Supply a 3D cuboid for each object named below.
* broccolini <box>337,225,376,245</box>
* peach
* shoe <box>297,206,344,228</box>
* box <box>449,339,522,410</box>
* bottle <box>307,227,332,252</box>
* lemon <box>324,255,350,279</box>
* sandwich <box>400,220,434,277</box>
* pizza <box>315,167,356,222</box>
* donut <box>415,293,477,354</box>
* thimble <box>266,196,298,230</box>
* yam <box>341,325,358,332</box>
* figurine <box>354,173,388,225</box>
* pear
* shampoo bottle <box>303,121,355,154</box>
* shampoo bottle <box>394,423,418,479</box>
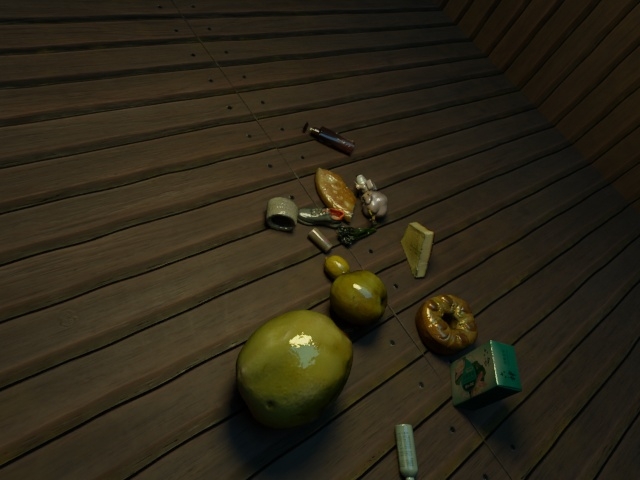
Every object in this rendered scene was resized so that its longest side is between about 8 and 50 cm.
[{"bbox_3d":[0.144,-0.027,1.770,0.058,0.073,0.201,14,15,39],"label":"broccolini"},{"bbox_3d":[-0.070,0.343,1.239,0.316,0.314,0.281,-44,62,0],"label":"peach"},{"bbox_3d":[0.001,-0.100,1.719,0.195,0.077,0.074,9,55,-20],"label":"shoe"},{"bbox_3d":[0.533,0.447,1.485,0.092,0.244,0.153,16,51,-12],"label":"box"},{"bbox_3d":[0.000,0.000,1.673,0.096,0.045,0.045,46,51,6],"label":"bottle"},{"bbox_3d":[0.058,0.096,1.609,0.082,0.082,0.110,-26,65,-36],"label":"lemon"},{"bbox_3d":[0.374,0.029,1.802,0.058,0.192,0.162,-2,23,-23],"label":"sandwich"},{"bbox_3d":[0.061,-0.188,1.824,0.134,0.056,0.271,-30,73,-35],"label":"pizza"},{"bbox_3d":[0.455,0.303,1.632,0.227,0.113,0.226,13,53,-18],"label":"donut"},{"bbox_3d":[-0.140,-0.097,1.638,0.115,0.102,0.090,35,42,-39],"label":"thimble"},{"bbox_3d":[0.082,0.305,1.520,0.107,0.014,0.014,-7,61,-29],"label":"yam"},{"bbox_3d":[0.210,-0.171,1.847,0.112,0.137,0.228,-27,72,9],"label":"figurine"},{"bbox_3d":[0.130,0.191,1.507,0.200,0.200,0.199,12,53,-17],"label":"pear"},{"bbox_3d":[0.037,-0.454,1.987,0.237,0.068,0.067,22,53,-9],"label":"shampoo bottle"},{"bbox_3d":[0.257,0.651,1.337,0.056,0.056,0.195,11,55,-18],"label":"shampoo bottle"}]
